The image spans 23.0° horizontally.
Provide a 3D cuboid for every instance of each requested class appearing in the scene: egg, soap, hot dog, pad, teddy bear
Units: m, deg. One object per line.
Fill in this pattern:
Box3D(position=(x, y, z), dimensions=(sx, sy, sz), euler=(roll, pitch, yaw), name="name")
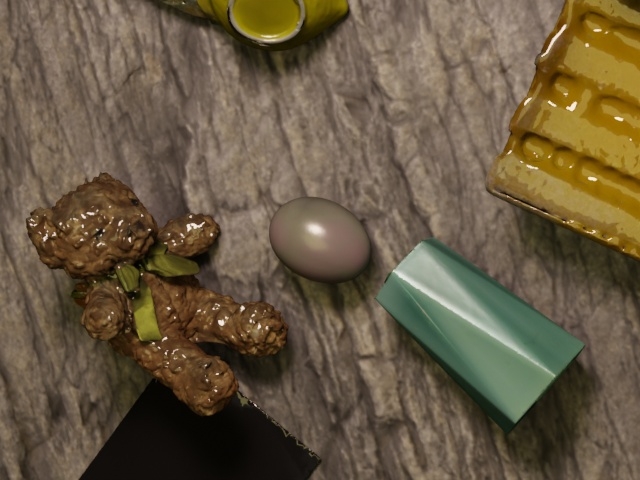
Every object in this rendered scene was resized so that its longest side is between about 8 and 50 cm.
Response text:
Box3D(position=(0.000, 0.000, 1.975), dimensions=(0.135, 0.103, 0.103), euler=(25, 103, 10), name="egg")
Box3D(position=(0.398, -0.126, 1.816), dimensions=(0.335, 0.156, 0.293), euler=(23, 105, 13), name="soap")
Box3D(position=(-0.295, 0.077, 2.118), dimensions=(0.083, 0.021, 0.037), euler=(15, 111, 14), name="hot dog")
Box3D(position=(-0.198, 0.351, 2.127), dimensions=(0.248, 0.007, 0.367), euler=(39, 106, 9), name="pad")
Box3D(position=(-0.201, 0.050, 1.990), dimensions=(0.296, 0.246, 0.222), euler=(23, 142, 29), name="teddy bear")

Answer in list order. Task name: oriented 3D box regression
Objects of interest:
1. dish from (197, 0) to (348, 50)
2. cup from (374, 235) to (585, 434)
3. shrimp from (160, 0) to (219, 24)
Box3D(position=(-0.069, -0.296, 1.946), dimensions=(0.208, 0.080, 0.148), euler=(9, 119, -2), name="dish")
Box3D(position=(0.189, 0.106, 1.926), dimensions=(0.236, 0.148, 0.134), euler=(42, 73, 14), name="cup")
Box3D(position=(-0.195, -0.423, 2.008), dimensions=(0.445, 0.085, 0.272), euler=(11, 104, 11), name="shrimp")
